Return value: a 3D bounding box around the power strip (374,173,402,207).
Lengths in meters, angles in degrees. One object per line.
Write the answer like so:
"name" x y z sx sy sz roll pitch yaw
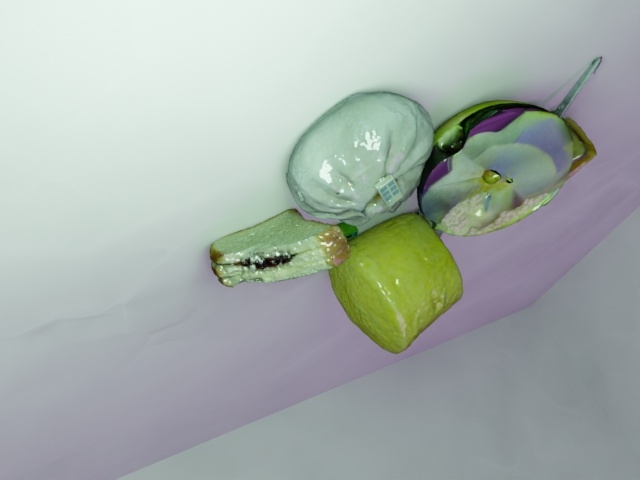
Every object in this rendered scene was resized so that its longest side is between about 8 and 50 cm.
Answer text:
"power strip" 0.137 -0.099 1.560 0.040 0.016 0.090 -37 147 1

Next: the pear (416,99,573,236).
"pear" 0.401 -0.201 1.922 0.398 0.165 0.399 -11 135 -11

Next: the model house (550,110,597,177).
"model house" 0.679 -0.238 2.245 0.193 0.175 0.234 -42 152 24

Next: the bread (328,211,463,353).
"bread" 0.214 0.115 2.192 0.307 0.348 0.348 -29 158 -17

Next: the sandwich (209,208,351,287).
"sandwich" -0.099 0.031 1.726 0.254 0.100 0.288 -25 -160 -20

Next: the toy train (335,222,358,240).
"toy train" 0.000 0.000 2.051 0.209 0.044 0.042 -21 156 -23

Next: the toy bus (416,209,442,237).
"toy bus" 0.318 -0.040 2.324 0.089 0.087 0.194 -16 153 -23

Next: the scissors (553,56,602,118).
"scissors" 0.633 -0.332 2.078 0.029 0.191 0.360 25 110 -27

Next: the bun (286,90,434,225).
"bun" 0.100 -0.154 1.659 0.354 0.194 0.354 -24 157 -11
